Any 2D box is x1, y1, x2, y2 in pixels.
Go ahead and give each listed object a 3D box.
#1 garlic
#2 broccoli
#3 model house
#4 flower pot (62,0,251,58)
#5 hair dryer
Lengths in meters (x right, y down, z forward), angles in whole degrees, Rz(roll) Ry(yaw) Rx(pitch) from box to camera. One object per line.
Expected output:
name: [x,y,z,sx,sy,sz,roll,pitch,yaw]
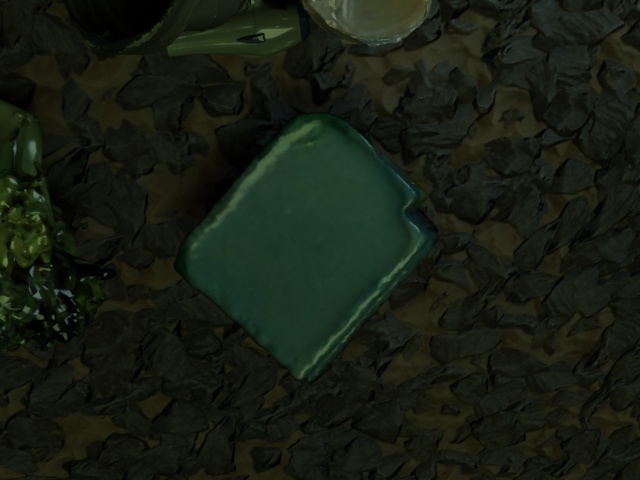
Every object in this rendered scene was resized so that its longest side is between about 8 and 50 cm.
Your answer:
garlic: [0.023,-0.323,1.383,0.178,0.143,0.229,-22,117,-21]
broccoli: [-0.393,-0.021,1.466,0.280,0.348,0.293,-67,163,-2]
model house: [0.000,0.000,1.624,0.230,0.249,0.280,43,97,4]
flower pot: [-0.153,-0.298,1.330,0.141,0.235,0.235,2,129,-44]
hair dryer: [-0.117,-0.282,1.442,0.167,0.067,0.199,-21,119,9]
